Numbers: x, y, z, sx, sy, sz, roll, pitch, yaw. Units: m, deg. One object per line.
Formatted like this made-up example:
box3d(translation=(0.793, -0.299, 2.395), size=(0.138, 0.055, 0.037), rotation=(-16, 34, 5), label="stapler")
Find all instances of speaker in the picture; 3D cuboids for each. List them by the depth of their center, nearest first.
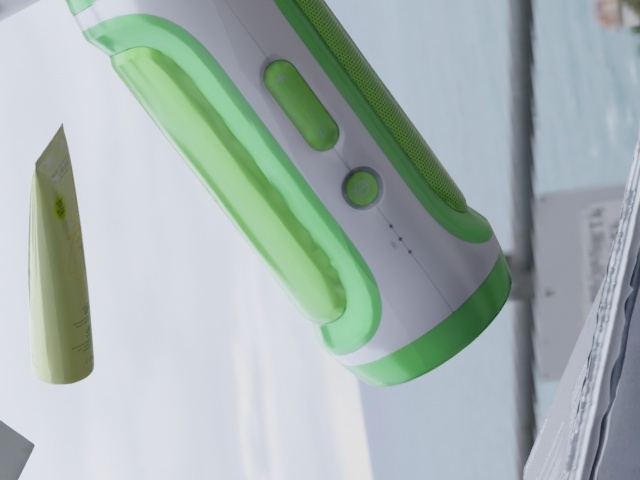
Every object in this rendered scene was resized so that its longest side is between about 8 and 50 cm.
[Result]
box3d(translation=(-0.016, -0.061, 0.874), size=(0.296, 0.131, 0.131), rotation=(53, -172, -14), label="speaker")

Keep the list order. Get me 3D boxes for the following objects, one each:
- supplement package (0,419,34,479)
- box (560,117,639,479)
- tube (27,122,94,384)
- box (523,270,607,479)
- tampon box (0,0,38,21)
box3d(translation=(-0.373, 0.231, 1.244), size=(0.149, 0.203, 0.194), rotation=(39, -138, -18), label="supplement package")
box3d(translation=(0.305, 0.200, 0.582), size=(0.480, 0.297, 0.471), rotation=(56, -142, -36), label="box")
box3d(translation=(-0.245, 0.019, 1.426), size=(0.070, 0.062, 0.240), rotation=(32, 130, 47), label="tube")
box3d(translation=(0.234, 0.144, 1.164), size=(0.184, 0.103, 0.261), rotation=(-74, 0, -59), label="box")
box3d(translation=(-0.259, -0.182, 1.003), size=(0.120, 0.161, 0.101), rotation=(-32, -82, -60), label="tampon box")
